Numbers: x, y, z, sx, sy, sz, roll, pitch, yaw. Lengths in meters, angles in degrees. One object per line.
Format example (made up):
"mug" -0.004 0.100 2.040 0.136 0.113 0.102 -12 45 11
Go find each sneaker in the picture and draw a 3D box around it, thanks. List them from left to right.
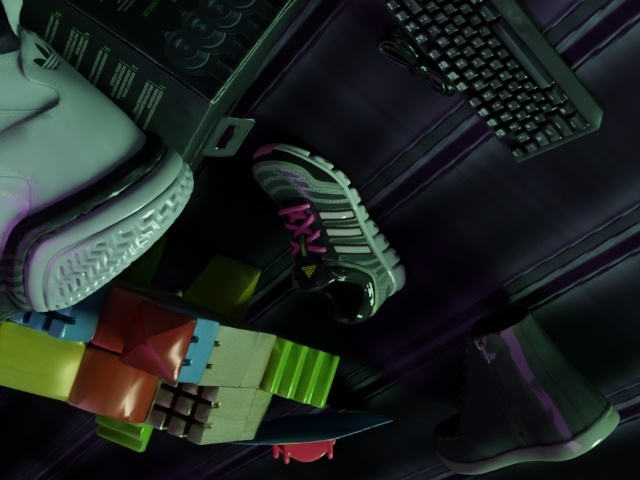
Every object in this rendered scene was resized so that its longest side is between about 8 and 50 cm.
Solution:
"sneaker" -0.279 -0.017 0.771 0.366 0.137 0.210 -30 109 16
"sneaker" 0.000 0.000 0.936 0.063 0.075 0.170 -10 127 45
"sneaker" 0.143 0.119 0.988 0.118 0.083 0.222 57 150 -2

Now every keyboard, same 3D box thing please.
"keyboard" 0.088 -0.121 0.762 0.180 0.023 0.108 47 144 -19

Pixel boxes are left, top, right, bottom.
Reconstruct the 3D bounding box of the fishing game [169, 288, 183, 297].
"fishing game" -0.252 0.064 1.252 0.264 0.041 0.189 23 142 14

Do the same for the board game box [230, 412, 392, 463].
"board game box" -0.013 0.190 1.121 0.133 0.169 0.033 -5 90 35

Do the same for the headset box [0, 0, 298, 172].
"headset box" -0.178 -0.142 0.850 0.283 0.131 0.246 34 146 -3

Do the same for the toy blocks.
"toy blocks" -0.203 0.070 0.978 0.381 0.190 0.261 18 177 17
